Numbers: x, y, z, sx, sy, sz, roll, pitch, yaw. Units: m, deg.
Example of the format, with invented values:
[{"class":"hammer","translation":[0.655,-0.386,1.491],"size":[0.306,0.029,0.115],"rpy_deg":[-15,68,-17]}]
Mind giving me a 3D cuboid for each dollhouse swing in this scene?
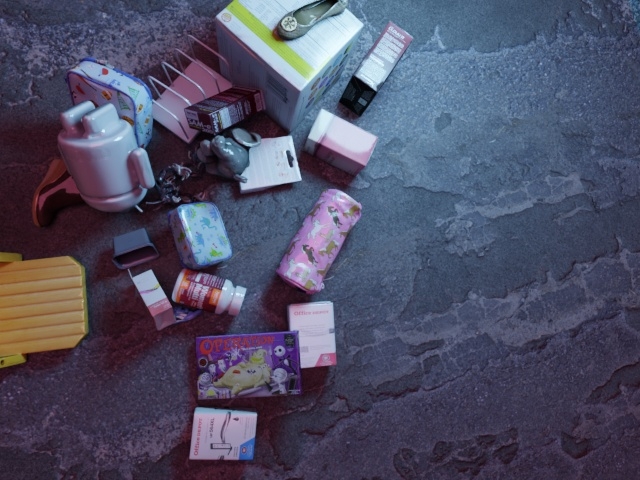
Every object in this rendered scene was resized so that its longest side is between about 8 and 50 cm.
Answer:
[{"class":"dollhouse swing","translation":[-0.926,0.199,1.200],"size":[0.306,0.315,0.346],"rpy_deg":[-7,84,9]}]

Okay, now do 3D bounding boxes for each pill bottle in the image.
[{"class":"pill bottle","translation":[-0.371,0.178,1.382],"size":[0.222,0.121,0.121],"rpy_deg":[18,80,-8]}]

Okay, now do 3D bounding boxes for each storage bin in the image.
[{"class":"storage bin","translation":[-0.622,0.025,1.375],"size":[0.135,0.098,0.091],"rpy_deg":[-20,60,-12]}]

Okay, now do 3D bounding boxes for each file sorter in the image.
[{"class":"file sorter","translation":[-0.458,-0.520,1.410],"size":[0.193,0.173,0.277],"rpy_deg":[36,79,4]}]

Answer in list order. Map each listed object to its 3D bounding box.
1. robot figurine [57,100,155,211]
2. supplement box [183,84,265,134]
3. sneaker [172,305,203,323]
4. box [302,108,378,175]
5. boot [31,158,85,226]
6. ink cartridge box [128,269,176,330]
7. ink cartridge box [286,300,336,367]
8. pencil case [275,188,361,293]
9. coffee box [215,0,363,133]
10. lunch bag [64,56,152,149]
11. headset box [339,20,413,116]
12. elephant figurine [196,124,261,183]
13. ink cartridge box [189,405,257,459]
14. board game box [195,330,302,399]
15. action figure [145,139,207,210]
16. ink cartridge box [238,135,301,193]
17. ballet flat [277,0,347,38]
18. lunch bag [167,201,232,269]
[{"class":"robot figurine","translation":[-0.648,-0.233,1.243],"size":[0.300,0.353,0.199],"rpy_deg":[12,41,14]},{"class":"supplement box","translation":[-0.312,-0.437,1.362],"size":[0.130,0.073,0.239],"rpy_deg":[22,46,31]},{"class":"sneaker","translation":[-0.471,0.247,1.390],"size":[0.145,0.053,0.059],"rpy_deg":[-11,84,-13]},{"class":"box","translation":[0.069,-0.356,1.516],"size":[0.233,0.148,0.126],"rpy_deg":[25,80,-6]},{"class":"boot","translation":[-0.804,-0.146,1.352],"size":[0.207,0.090,0.248],"rpy_deg":[13,78,-7]},{"class":"ink cartridge box","translation":[-0.545,0.177,1.328],"size":[0.067,0.115,0.198],"rpy_deg":[-27,64,-27]},{"class":"ink cartridge box","translation":[-0.034,0.327,1.444],"size":[0.159,0.092,0.217],"rpy_deg":[-2,86,-11]},{"class":"pencil case","translation":[0.000,0.000,1.458],"size":[0.167,0.160,0.385],"rpy_deg":[38,75,-38]},{"class":"coffee box","translation":[-0.115,-0.653,1.419],"size":[0.338,0.337,0.334],"rpy_deg":[40,77,-3]},{"class":"lunch bag","translation":[-0.668,-0.419,1.305],"size":[0.243,0.303,0.114],"rpy_deg":[23,52,-6]},{"class":"headset box","translation":[0.210,-0.647,1.543],"size":[0.110,0.218,0.293],"rpy_deg":[34,79,-5]},{"class":"elephant figurine","translation":[-0.284,-0.324,1.392],"size":[0.239,0.170,0.185],"rpy_deg":[-52,130,-41]},{"class":"ink cartridge box","translation":[-0.320,0.635,1.356],"size":[0.203,0.086,0.148],"rpy_deg":[5,83,-11]},{"class":"board game box","translation":[-0.239,0.415,1.371],"size":[0.348,0.056,0.207],"rpy_deg":[-5,80,5]},{"class":"action figure","translation":[-0.462,-0.205,1.392],"size":[0.141,0.164,0.275],"rpy_deg":[22,69,25]},{"class":"ink cartridge box","translation":[-0.201,-0.281,1.508],"size":[0.225,0.056,0.180],"rpy_deg":[-11,85,-16]},{"class":"ballet flat","translation":[-0.021,-0.687,1.239],"size":[0.250,0.058,0.084],"rpy_deg":[-31,89,-14]},{"class":"lunch bag","translation":[-0.401,-0.016,1.384],"size":[0.176,0.090,0.218],"rpy_deg":[-19,89,-52]}]
